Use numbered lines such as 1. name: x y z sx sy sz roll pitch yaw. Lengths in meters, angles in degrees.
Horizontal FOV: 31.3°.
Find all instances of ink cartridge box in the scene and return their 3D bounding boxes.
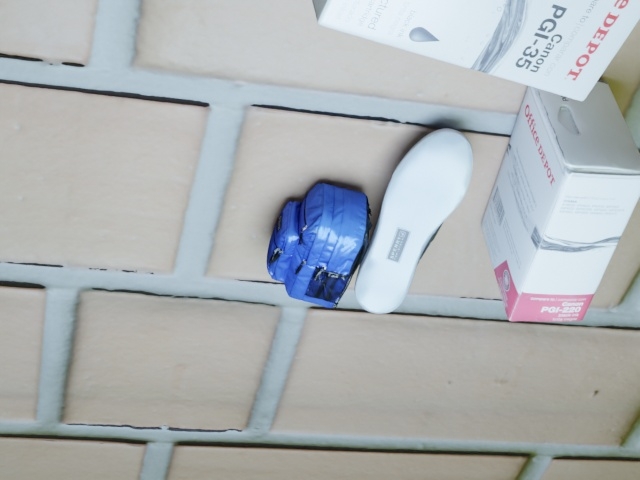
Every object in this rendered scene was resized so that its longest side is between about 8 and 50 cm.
1. ink cartridge box: 0.251 -0.042 1.208 0.092 0.159 0.218 1 134 -9
2. ink cartridge box: 0.155 -0.263 1.001 0.283 0.117 0.207 12 131 -21

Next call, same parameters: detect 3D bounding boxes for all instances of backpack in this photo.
1. backpack: 0.000 0.000 1.248 0.101 0.098 0.120 15 131 -16

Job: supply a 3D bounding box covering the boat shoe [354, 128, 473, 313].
1. boat shoe: 0.102 -0.026 1.257 0.080 0.076 0.229 19 113 -1
